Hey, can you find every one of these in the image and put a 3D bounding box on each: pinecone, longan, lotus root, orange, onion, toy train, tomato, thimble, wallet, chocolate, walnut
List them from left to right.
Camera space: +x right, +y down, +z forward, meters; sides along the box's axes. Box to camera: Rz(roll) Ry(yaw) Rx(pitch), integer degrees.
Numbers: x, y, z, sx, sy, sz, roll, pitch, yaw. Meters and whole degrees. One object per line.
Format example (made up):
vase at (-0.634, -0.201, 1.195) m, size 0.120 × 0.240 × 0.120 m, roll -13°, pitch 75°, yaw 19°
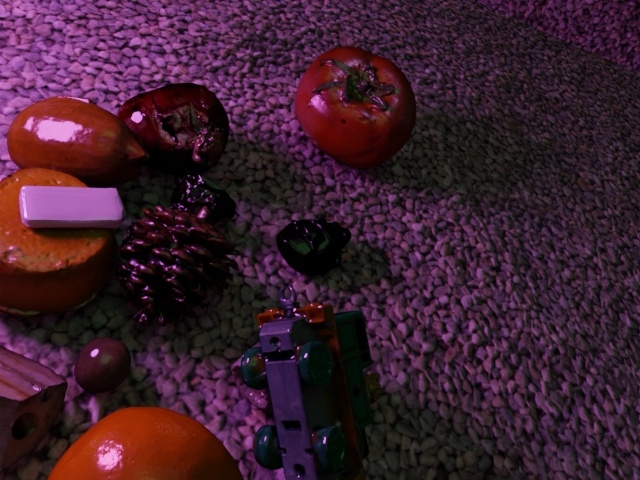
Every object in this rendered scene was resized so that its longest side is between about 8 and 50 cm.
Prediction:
lotus root at (-0.610, 0.263, 1.059) m, size 0.314 × 0.142 × 0.210 m, roll 23°, pitch 11°, yaw -2°
wallet at (-0.472, -0.064, 1.215) m, size 0.190 × 0.033 × 0.095 m, roll 1°, pitch 54°, yaw -32°
walnut at (-0.514, -0.201, 1.374) m, size 0.336 × 0.209 × 0.209 m, roll 12°, pitch 46°, yaw 18°
longan at (-0.416, 0.234, 1.193) m, size 0.119 × 0.106 × 0.106 m, roll 0°, pitch 43°, yaw 25°
orange at (-0.273, 0.414, 0.985) m, size 0.312 × 0.312 × 0.312 m, roll 13°, pitch 51°, yaw -16°
pinecone at (-0.305, 0.042, 1.302) m, size 0.257 × 0.243 × 0.243 m, roll -34°, pitch 73°, yaw -17°
onion at (-0.354, -0.269, 1.521) m, size 0.280 × 0.221 × 0.281 m, roll 13°, pitch 31°, yaw -8°
chocolate at (-0.293, -0.059, 1.458) m, size 0.156 × 0.156 × 0.133 m, roll 33°, pitch 67°, yaw 1°
thimble at (-0.114, 0.274, 1.293) m, size 0.090 × 0.102 × 0.115 m, roll -35°, pitch 112°, yaw -38°
toy train at (-0.002, 0.292, 1.217) m, size 0.249 × 0.178 × 0.429 m, roll -9°, pitch 87°, yaw -54°
tomato at (0.090, -0.356, 1.768) m, size 0.341 × 0.273 × 0.341 m, roll 6°, pitch 65°, yaw -12°

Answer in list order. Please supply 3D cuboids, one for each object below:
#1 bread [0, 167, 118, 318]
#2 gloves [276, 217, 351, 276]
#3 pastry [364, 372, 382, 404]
bread at (-0.550, 0.004, 1.247) m, size 0.312 × 0.172 × 0.312 m, roll 15°, pitch 50°, yaw -18°
gloves at (0.000, 0.000, 1.559) m, size 0.203 × 0.124 × 0.164 m, roll -39°, pitch 95°, yaw -32°
pastry at (0.068, 0.331, 1.371) m, size 0.140 × 0.056 × 0.080 m, roll -5°, pitch 50°, yaw -20°
